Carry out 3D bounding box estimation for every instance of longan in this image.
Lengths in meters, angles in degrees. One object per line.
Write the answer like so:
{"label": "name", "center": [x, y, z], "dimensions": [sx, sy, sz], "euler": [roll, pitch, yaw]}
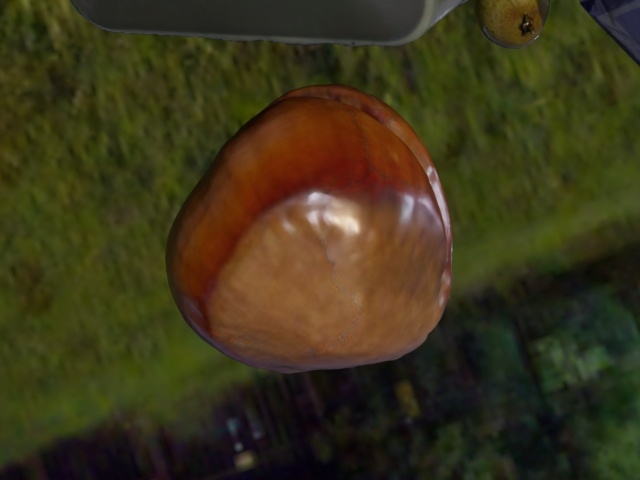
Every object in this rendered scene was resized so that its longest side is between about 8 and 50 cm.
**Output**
{"label": "longan", "center": [0.174, -0.206, 1.480], "dimensions": [0.075, 0.075, 0.083], "euler": [-19, -144, -10]}

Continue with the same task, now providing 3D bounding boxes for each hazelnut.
{"label": "hazelnut", "center": [0.000, 0.000, 1.008], "dimensions": [0.182, 0.182, 0.182], "euler": [-19, 178, -1]}

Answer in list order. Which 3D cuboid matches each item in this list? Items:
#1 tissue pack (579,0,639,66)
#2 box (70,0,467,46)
{"label": "tissue pack", "center": [0.372, -0.169, 1.396], "dimensions": [0.137, 0.270, 0.209], "euler": [-49, -175, -7]}
{"label": "box", "center": [-0.077, -0.350, 1.301], "dimensions": [0.396, 0.396, 0.111], "euler": [7, -151, 38]}
